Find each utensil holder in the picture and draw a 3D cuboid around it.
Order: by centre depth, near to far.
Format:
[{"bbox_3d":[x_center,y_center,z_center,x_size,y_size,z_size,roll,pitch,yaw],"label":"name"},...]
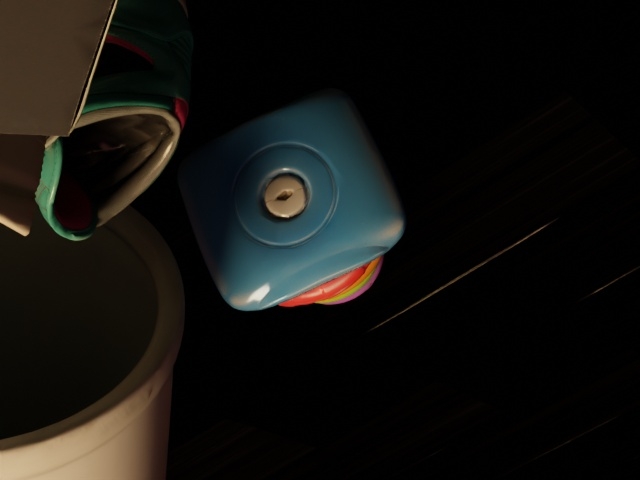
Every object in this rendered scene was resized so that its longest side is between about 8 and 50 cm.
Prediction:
[{"bbox_3d":[-0.287,0.183,1.067,0.327,0.328,0.386,-6,131,-18],"label":"utensil holder"}]

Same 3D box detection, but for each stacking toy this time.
[{"bbox_3d":[0.000,0.000,1.207,0.175,0.166,0.302,-25,162,4],"label":"stacking toy"}]

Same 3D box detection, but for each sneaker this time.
[{"bbox_3d":[-0.223,-0.077,0.924,0.295,0.178,0.124,-18,148,2],"label":"sneaker"}]

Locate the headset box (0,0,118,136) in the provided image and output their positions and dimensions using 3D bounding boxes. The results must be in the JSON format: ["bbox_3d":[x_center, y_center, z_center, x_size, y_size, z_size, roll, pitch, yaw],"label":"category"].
[{"bbox_3d":[-0.246,-0.189,0.647,0.246,0.283,0.131,0,144,-27],"label":"headset box"}]

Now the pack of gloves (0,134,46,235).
[{"bbox_3d":[-0.269,-0.125,0.780,0.046,0.195,0.232,-29,135,32],"label":"pack of gloves"}]
